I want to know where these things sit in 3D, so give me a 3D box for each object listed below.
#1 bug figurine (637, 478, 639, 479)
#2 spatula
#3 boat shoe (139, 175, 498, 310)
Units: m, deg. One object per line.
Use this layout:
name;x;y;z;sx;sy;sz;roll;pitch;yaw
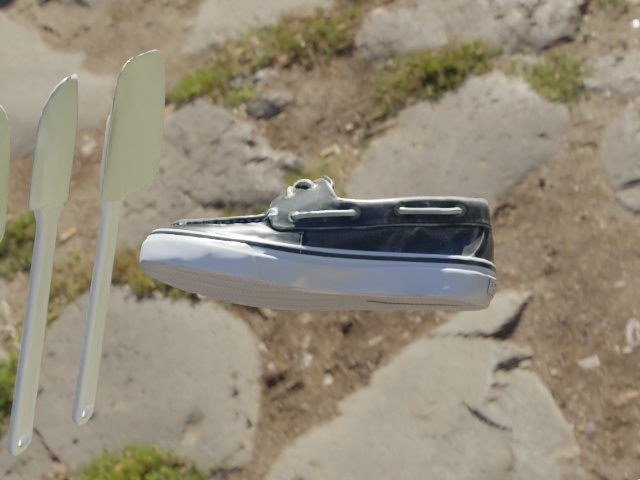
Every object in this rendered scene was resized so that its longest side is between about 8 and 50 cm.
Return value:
bug figurine;0.489;0.263;1.654;0.216;0.072;0.279;25;58;10
spatula;-0.147;0.023;0.747;0.019;0.242;0.168;20;26;21
boat shoe;0.000;0.000;1.307;0.335;0.121;0.119;4;75;1
